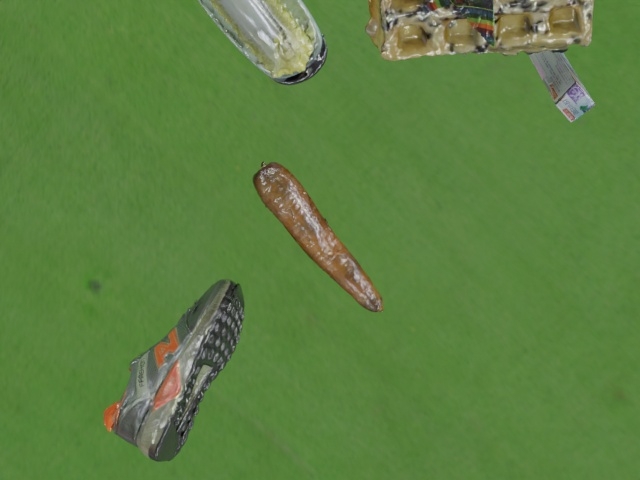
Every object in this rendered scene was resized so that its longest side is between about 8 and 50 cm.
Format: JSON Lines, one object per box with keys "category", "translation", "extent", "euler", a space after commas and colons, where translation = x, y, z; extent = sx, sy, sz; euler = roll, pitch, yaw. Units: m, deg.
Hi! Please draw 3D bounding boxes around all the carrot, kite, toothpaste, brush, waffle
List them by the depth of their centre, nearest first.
{"category": "brush", "translation": [-0.096, -0.232, 1.149], "extent": [0.068, 0.060, 0.297], "euler": [-37, 111, 13]}
{"category": "carrot", "translation": [-0.001, 0.000, 1.227], "extent": [0.035, 0.035, 0.165], "euler": [-38, 102, 2]}
{"category": "kite", "translation": [0.122, -0.220, 1.290], "extent": [0.122, 0.090, 0.004], "euler": [46, 49, -13]}
{"category": "waffle", "translation": [0.162, -0.360, 1.508], "extent": [0.261, 0.114, 0.376], "euler": [-5, 136, 0]}
{"category": "toothpaste", "translation": [0.276, -0.221, 1.772], "extent": [0.040, 0.196, 0.047], "euler": [-38, 128, 16]}

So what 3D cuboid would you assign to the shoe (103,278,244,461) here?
{"category": "shoe", "translation": [-0.140, 0.114, 1.394], "extent": [0.077, 0.074, 0.194], "euler": [17, 66, 19]}
